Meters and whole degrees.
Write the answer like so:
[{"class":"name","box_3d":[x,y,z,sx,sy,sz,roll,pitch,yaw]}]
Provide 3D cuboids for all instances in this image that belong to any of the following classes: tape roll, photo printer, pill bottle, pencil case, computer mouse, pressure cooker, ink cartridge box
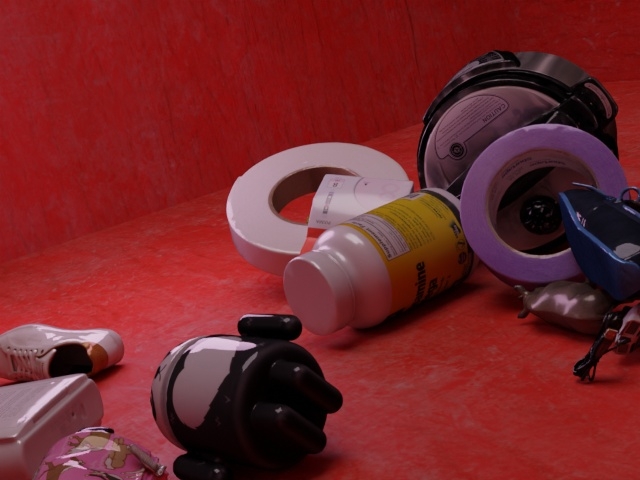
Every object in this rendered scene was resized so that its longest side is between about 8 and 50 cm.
[{"class":"tape roll","box_3d":[-0.003,-0.070,2.357,0.392,0.072,0.392,-5,40,4]},{"class":"photo printer","box_3d":[-0.516,0.304,1.701,0.307,0.107,0.256,-11,13,16]},{"class":"pill bottle","box_3d":[0.106,0.041,1.975,0.334,0.188,0.188,-23,16,-34]},{"class":"pencil case","box_3d":[-0.261,0.335,1.185,0.160,0.167,0.386,21,12,-5]},{"class":"tape roll","box_3d":[0.375,-0.051,1.875,0.275,0.274,0.090,-10,-18,17]},{"class":"computer mouse","box_3d":[0.418,0.120,1.530,0.193,0.106,0.042,-17,44,-41]},{"class":"pressure cooker","box_3d":[0.383,-0.166,2.172,0.375,0.370,0.420,11,21,15]},{"class":"ink cartridge box","box_3d":[0.068,-0.037,2.206,0.189,0.066,0.232,6,38,17]}]

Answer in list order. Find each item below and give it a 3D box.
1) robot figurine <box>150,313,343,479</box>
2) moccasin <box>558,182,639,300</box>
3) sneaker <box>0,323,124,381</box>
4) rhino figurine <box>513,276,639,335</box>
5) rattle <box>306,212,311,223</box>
[{"class":"robot figurine","box_3d":[-0.105,0.211,1.500,0.278,0.173,0.209,0,19,46]},{"class":"moccasin","box_3d":[0.439,0.004,1.645,0.117,0.137,0.342,-19,22,2]},{"class":"sneaker","box_3d":[-0.519,0.215,2.092,0.290,0.106,0.123,-8,11,19]},{"class":"rhino figurine","box_3d":[0.375,0.094,1.714,0.106,0.073,0.243,-17,11,-25]},{"class":"rattle","box_3d":[0.066,0.001,2.561,0.200,0.142,0.130,1,45,-1]}]
